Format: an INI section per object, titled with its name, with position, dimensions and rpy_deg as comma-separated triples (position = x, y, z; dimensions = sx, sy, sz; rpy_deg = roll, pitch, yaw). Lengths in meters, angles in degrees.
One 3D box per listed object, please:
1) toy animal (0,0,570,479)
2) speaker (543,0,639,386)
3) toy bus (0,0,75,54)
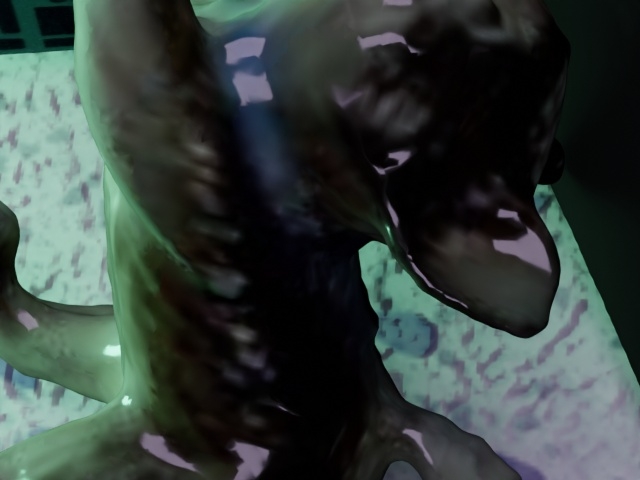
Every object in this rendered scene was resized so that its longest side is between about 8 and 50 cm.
[toy animal]
position = 0.000, 0.000, 0.647
dimensions = 0.303, 0.194, 0.344
rpy_deg = 25, 111, -6
[speaker]
position = 0.200, -0.109, 0.719
dimensions = 0.184, 0.180, 0.388
rpy_deg = -15, 76, -24
[toy bus]
position = -0.077, -0.170, 0.769
dimensions = 0.256, 0.147, 0.128
rpy_deg = -4, 70, -3
